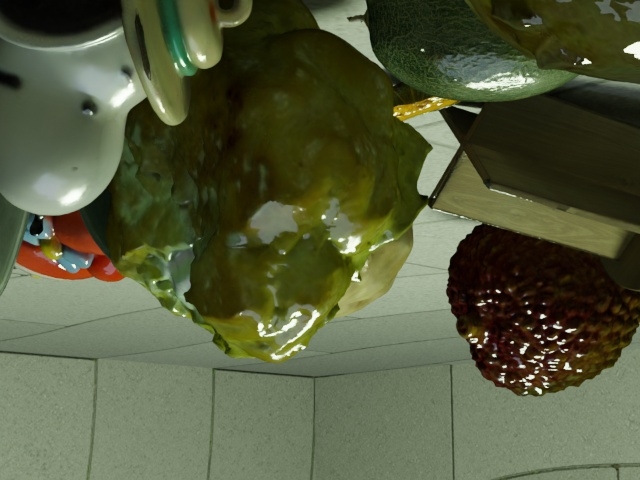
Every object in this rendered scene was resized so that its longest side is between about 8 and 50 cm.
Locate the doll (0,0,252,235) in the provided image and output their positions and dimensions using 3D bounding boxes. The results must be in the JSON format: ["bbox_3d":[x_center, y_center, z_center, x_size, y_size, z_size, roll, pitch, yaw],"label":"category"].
[{"bbox_3d":[-0.200,-0.139,0.851,0.271,0.208,0.144,35,-171,-4],"label":"doll"}]

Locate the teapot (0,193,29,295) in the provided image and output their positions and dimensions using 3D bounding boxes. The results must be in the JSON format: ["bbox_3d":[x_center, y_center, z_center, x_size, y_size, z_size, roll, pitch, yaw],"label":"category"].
[{"bbox_3d":[-0.414,0.006,1.335,0.321,0.240,0.239,-8,166,43],"label":"teapot"}]

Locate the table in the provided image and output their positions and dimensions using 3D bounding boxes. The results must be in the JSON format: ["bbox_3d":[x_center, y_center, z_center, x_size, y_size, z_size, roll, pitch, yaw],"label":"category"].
[{"bbox_3d":[0.218,-0.059,1.295,0.226,0.167,0.167,15,164,-26],"label":"table"}]

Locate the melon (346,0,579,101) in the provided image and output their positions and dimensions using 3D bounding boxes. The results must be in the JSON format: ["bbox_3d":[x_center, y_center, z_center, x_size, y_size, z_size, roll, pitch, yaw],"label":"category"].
[{"bbox_3d":[0.099,-0.141,0.883,0.167,0.114,0.114,-4,169,6],"label":"melon"}]

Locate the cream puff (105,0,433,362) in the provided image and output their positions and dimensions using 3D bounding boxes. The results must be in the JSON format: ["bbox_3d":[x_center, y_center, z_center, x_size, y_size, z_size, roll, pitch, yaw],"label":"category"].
[{"bbox_3d":[-0.033,-0.045,1.026,0.185,0.282,0.281,-6,175,-37],"label":"cream puff"}]

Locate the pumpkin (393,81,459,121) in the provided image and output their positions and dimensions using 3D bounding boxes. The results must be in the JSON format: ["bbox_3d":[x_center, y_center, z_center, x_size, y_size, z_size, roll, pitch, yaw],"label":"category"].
[{"bbox_3d":[0.082,-0.123,1.224,0.083,0.028,0.050,-10,167,5],"label":"pumpkin"}]

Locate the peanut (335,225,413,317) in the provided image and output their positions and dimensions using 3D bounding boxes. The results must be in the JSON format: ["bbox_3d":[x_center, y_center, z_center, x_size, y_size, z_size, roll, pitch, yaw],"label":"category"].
[{"bbox_3d":[0.002,-0.009,1.481,0.192,0.170,0.387,-2,173,7],"label":"peanut"}]

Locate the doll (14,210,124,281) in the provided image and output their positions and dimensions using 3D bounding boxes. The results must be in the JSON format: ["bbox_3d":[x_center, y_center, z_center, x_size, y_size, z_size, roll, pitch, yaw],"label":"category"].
[{"bbox_3d":[-0.267,-0.021,1.488,0.161,0.130,0.290,17,175,-42],"label":"doll"}]

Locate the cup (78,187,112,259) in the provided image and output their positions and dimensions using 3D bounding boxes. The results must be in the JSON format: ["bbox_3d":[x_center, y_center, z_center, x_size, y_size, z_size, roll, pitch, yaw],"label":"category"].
[{"bbox_3d":[-0.093,-0.064,1.215,0.199,0.199,0.150,-2,-172,8],"label":"cup"}]

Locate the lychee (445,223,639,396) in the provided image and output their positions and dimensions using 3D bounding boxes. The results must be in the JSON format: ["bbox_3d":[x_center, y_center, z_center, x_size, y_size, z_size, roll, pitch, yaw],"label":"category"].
[{"bbox_3d":[0.277,0.066,1.745,0.271,0.236,0.236,-15,175,-21],"label":"lychee"}]

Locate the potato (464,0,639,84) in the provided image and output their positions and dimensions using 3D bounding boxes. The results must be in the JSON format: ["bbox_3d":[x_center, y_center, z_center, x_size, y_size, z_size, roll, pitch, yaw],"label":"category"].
[{"bbox_3d":[0.199,-0.155,0.646,0.307,0.173,0.210,-3,172,0],"label":"potato"}]
